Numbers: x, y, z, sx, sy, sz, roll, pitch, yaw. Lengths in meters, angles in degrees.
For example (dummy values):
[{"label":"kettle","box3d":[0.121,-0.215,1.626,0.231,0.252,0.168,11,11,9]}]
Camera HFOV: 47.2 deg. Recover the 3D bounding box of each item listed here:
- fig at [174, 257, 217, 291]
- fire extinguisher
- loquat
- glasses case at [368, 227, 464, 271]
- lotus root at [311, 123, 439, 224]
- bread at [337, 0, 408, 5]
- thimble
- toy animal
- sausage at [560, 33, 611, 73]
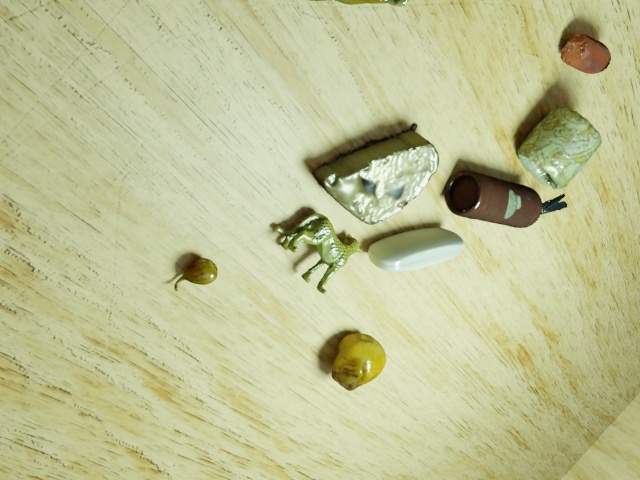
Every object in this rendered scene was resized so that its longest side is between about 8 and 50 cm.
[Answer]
[{"label":"fig","box3d":[-0.221,0.062,1.288,0.083,0.050,0.050,-27,135,-3]},{"label":"fire extinguisher","box3d":[0.438,-0.090,1.659,0.344,0.102,0.138,7,152,-41]},{"label":"loquat","box3d":[0.080,0.274,1.646,0.137,0.113,0.137,-46,162,-20]},{"label":"glasses case","box3d":[0.207,0.018,1.572,0.234,0.092,0.059,-13,125,-34]},{"label":"lotus root","box3d":[0.113,-0.116,1.415,0.261,0.074,0.170,-29,137,-19]},{"label":"bread","box3d":[0.058,-0.444,1.013,0.196,0.252,0.238,-20,125,-22]},{"label":"thimble","box3d":[0.542,-0.203,1.656,0.143,0.137,0.190,-51,148,3]},{"label":"toy animal","box3d":[0.000,0.000,1.417,0.136,0.073,0.181,-45,126,-16]},{"label":"sausage","box3d":[0.578,-0.404,1.589,0.141,0.076,0.076,9,113,-43]}]
